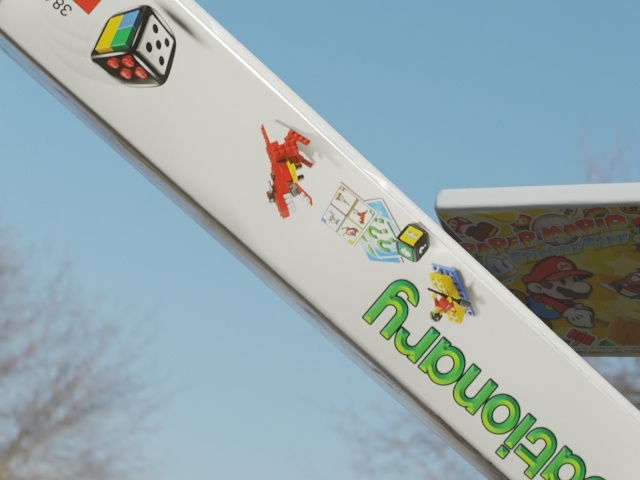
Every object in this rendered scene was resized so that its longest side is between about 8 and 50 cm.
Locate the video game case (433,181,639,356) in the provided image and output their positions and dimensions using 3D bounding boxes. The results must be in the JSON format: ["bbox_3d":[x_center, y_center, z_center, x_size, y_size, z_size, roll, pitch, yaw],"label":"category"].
[{"bbox_3d":[0.231,0.029,1.559,0.227,0.026,0.206,-1,-41,25],"label":"video game case"}]

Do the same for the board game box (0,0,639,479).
[{"bbox_3d":[0.000,0.000,0.697,0.305,0.053,0.193,42,-3,-13],"label":"board game box"}]
